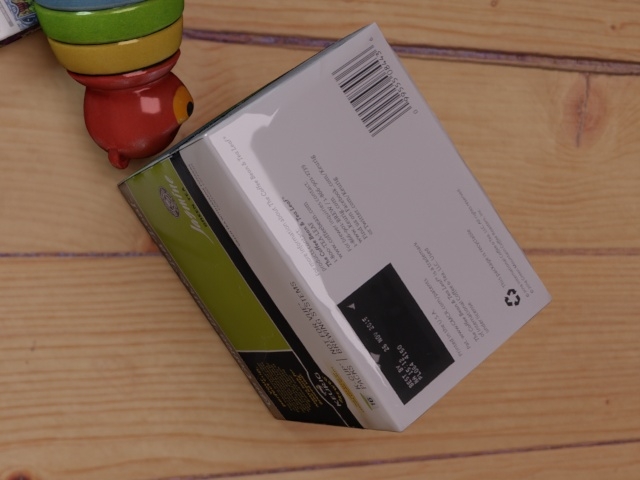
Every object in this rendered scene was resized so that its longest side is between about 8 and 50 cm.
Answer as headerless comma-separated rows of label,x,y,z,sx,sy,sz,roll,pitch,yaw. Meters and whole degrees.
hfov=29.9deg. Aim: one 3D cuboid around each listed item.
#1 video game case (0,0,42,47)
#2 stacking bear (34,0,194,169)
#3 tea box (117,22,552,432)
video game case,-0.357,-0.326,1.268,0.210,0.042,0.232,-32,97,-24
stacking bear,-0.205,-0.220,1.233,0.164,0.175,0.289,0,118,13
tea box,0.000,0.000,1.233,0.220,0.323,0.329,-37,100,-23
